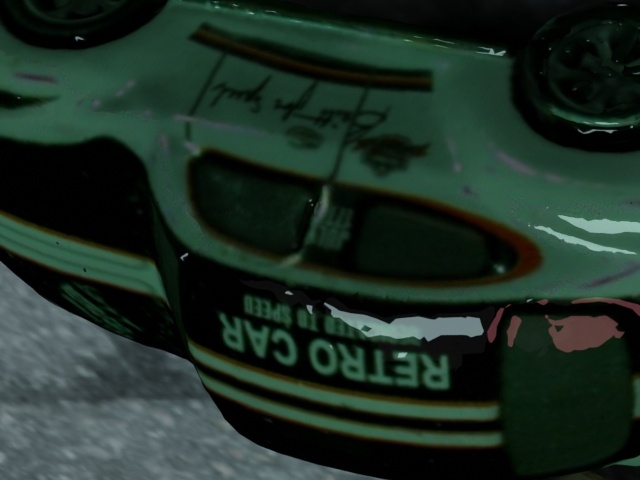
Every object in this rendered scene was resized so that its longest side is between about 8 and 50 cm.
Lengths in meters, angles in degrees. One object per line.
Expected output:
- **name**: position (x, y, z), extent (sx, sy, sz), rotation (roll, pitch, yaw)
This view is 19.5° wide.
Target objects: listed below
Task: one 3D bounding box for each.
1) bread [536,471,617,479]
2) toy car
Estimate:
- **bread**: position (0.093, 0.177, 0.705), extent (0.170, 0.197, 0.197), rotation (44, 142, -4)
- **toy car**: position (0.000, 0.000, 0.591), extent (0.306, 0.125, 0.136), rotation (11, 141, 19)
